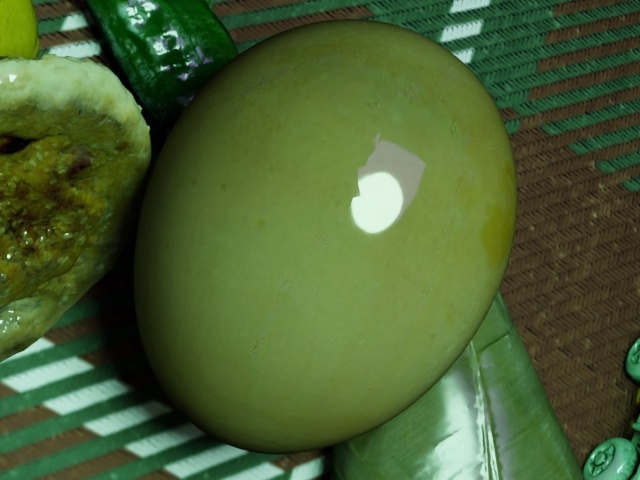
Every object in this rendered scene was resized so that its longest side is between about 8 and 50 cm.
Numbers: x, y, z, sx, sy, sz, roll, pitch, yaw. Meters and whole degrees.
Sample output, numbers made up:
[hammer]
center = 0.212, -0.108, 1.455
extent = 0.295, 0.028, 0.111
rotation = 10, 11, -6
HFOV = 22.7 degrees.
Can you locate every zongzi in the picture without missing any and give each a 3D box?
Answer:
[zongzi]
center = 0.044, 0.161, 1.452
extent = 0.418, 0.181, 0.447
rotation = -20, 84, -31

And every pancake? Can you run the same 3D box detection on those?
[pancake]
center = -0.276, -0.005, 1.228
extent = 0.356, 0.356, 0.065
rotation = -19, 50, -36

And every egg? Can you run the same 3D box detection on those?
[egg]
center = 0.000, 0.000, 1.314
extent = 0.301, 0.301, 0.374
rotation = 22, 94, -25

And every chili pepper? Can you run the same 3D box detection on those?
[chili pepper]
center = -0.115, -0.130, 1.493
extent = 0.136, 0.099, 0.270
rotation = -12, 73, -61

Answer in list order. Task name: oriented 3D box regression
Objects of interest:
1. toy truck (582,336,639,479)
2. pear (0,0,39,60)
[toy truck]
center = 0.399, 0.197, 1.675
extent = 0.155, 0.156, 0.279
rotation = 39, 55, -16
[pear]
center = -0.373, -0.210, 1.226
extent = 0.285, 0.285, 0.336
rotation = -40, 121, -36
